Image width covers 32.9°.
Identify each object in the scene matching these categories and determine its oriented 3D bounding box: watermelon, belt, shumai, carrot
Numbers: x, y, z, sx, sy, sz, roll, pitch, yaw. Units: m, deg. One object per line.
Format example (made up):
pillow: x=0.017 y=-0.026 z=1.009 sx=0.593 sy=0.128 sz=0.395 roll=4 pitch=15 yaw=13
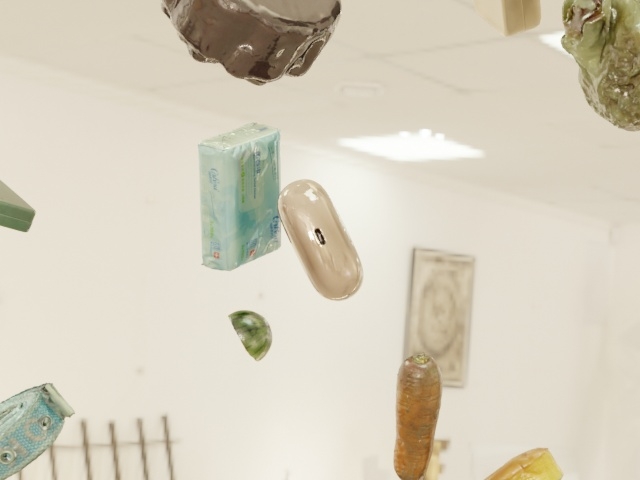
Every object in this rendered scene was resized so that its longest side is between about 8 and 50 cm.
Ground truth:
watermelon: x=-0.124 y=0.171 z=2.021 sx=0.062 sy=0.105 sz=0.105 roll=-30 pitch=-8 yaw=3
belt: x=-0.453 y=0.289 z=1.575 sx=0.163 sy=0.147 sz=0.082 roll=-19 pitch=-64 yaw=40
shumai: x=0.471 y=-0.304 z=1.707 sx=0.218 sy=0.189 sz=0.256 roll=38 pitch=-15 yaw=-13
carrot: x=0.125 y=0.234 z=1.401 sx=0.060 sy=0.186 sz=0.060 roll=1 pitch=22 yaw=-1

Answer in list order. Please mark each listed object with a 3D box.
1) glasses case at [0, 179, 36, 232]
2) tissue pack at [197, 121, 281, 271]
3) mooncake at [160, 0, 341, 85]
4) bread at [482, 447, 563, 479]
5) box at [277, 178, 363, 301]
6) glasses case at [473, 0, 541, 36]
glasses case: x=-0.529 y=-0.069 z=1.743 sx=0.078 sy=0.039 sz=0.184 roll=19 pitch=9 yaw=-43
tissue pack: x=-0.154 y=-0.085 z=2.138 sx=0.089 sy=0.263 sz=0.177 roll=20 pitch=30 yaw=33
mooncake: x=-0.111 y=-0.367 z=1.665 sx=0.283 sy=0.283 sz=0.141 roll=7 pitch=-41 yaw=-32
bread: x=0.370 y=0.505 z=2.184 sx=0.245 sy=0.094 sz=0.102 roll=-36 pitch=-5 yaw=2
box: x=0.000 y=0.000 z=1.681 sx=0.088 sy=0.200 sz=0.146 roll=-25 pitch=-5 yaw=0
glasses case: x=0.313 y=-0.533 z=1.894 sx=0.076 sy=0.336 sz=0.144 roll=-21 pitch=39 yaw=-9
